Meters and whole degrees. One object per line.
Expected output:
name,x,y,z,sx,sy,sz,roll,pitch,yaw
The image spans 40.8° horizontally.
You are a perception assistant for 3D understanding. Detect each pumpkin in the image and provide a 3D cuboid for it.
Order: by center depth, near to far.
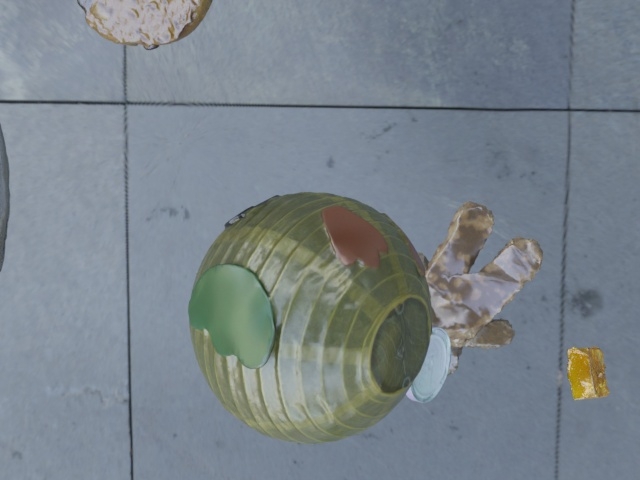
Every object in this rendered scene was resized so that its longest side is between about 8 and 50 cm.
pumpkin,0.401,0.201,1.307,0.074,0.054,0.083,15,67,-51

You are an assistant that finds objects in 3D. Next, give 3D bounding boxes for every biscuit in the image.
biscuit,-0.285,-0.450,1.349,0.295,0.075,0.296,9,118,18

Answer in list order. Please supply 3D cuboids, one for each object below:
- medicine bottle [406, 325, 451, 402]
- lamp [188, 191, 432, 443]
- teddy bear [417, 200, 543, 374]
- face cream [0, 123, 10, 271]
medicine bottle,-0.009,0.137,1.319,0.108,0.426,0.108,-18,113,-48
lamp,-0.026,0.072,0.865,0.250,0.284,0.250,-12,107,-47
teddy bear,0.260,0.099,1.583,0.246,0.222,0.296,36,90,9
face cream,-0.302,-0.029,0.490,0.194,0.175,0.175,1,96,3
